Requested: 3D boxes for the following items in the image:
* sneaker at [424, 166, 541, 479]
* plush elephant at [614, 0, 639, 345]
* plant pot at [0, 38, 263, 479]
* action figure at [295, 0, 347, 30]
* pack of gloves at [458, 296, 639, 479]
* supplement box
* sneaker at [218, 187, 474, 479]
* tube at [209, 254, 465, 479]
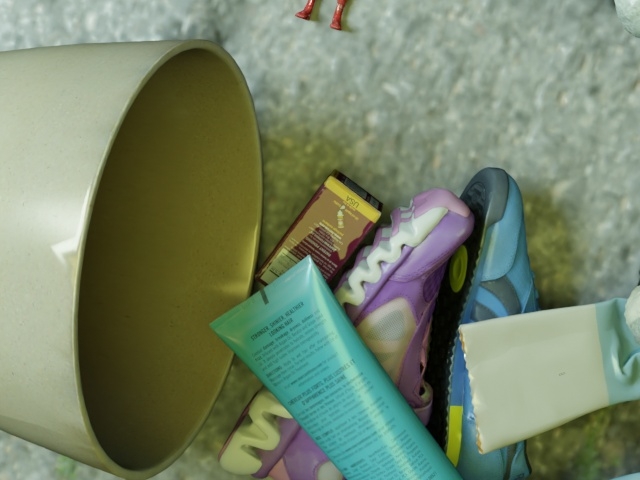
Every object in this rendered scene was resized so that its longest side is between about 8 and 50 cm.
[{"bbox_3d":[0.118,0.058,0.976,0.082,0.069,0.209,5,98,-13],"label":"sneaker"},{"bbox_3d":[0.273,-0.129,0.841,0.255,0.272,0.330,44,67,-16],"label":"plush elephant"},{"bbox_3d":[-0.207,-0.010,0.909,0.274,0.256,0.256,10,99,18],"label":"plant pot"},{"bbox_3d":[0.017,-0.194,0.961,0.038,0.030,0.115,18,97,6],"label":"action figure"},{"bbox_3d":[0.202,0.122,0.973,0.232,0.046,0.195,-13,96,-18],"label":"pack of gloves"},{"bbox_3d":[0.000,0.000,0.974,0.043,0.055,0.083,37,99,-2],"label":"supplement box"},{"bbox_3d":[0.037,0.076,0.959,0.104,0.095,0.236,35,108,1],"label":"sneaker"},{"bbox_3d":[0.025,0.111,0.904,0.080,0.052,0.207,-36,97,17],"label":"tube"}]
